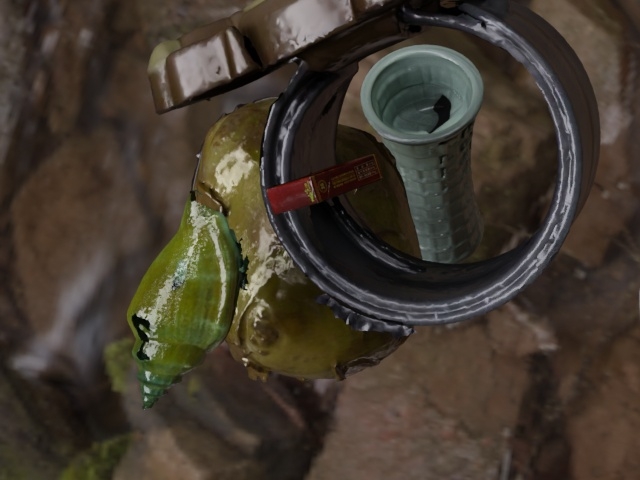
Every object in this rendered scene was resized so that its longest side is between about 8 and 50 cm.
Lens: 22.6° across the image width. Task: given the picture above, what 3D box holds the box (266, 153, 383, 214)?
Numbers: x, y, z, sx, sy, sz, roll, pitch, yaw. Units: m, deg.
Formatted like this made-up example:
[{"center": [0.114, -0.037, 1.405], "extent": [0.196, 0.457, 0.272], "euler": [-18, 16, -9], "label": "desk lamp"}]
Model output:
[{"center": [0.004, -0.045, 1.269], "extent": [0.051, 0.082, 0.023], "euler": [-15, 94, 45], "label": "box"}]

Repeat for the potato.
[{"center": [0.000, 0.000, 1.666], "extent": [0.196, 0.246, 0.300], "euler": [14, 116, 64], "label": "potato"}]

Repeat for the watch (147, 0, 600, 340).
[{"center": [0.068, -0.090, 1.424], "extent": [0.335, 0.314, 0.327], "euler": [-23, 94, 20], "label": "watch"}]

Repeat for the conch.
[{"center": [-0.126, 0.062, 1.483], "extent": [0.095, 0.079, 0.201], "euler": [31, 108, 4], "label": "conch"}]

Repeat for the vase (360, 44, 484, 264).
[{"center": [0.136, -0.087, 1.940], "extent": [0.143, 0.299, 0.143], "euler": [-5, 56, 7], "label": "vase"}]
